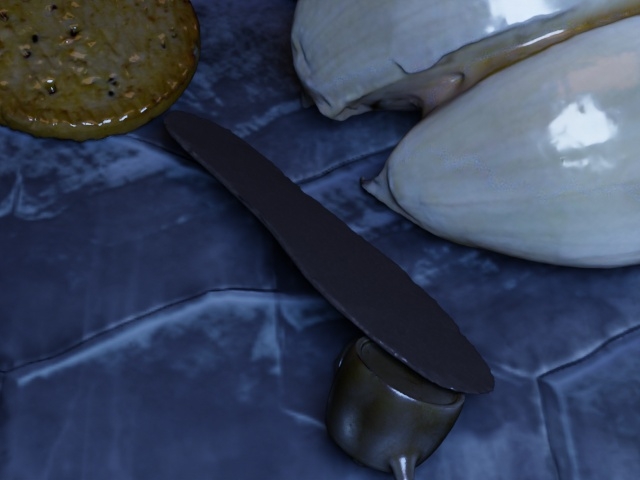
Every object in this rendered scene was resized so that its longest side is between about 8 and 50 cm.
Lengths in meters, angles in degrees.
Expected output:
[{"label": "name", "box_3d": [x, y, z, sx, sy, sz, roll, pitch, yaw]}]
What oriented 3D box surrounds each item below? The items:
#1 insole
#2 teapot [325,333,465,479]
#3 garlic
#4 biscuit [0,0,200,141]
[{"label": "insole", "box_3d": [0.000, 0.000, 0.961, 0.111, 0.007, 0.328, 7, 29, -49]}, {"label": "teapot", "box_3d": [0.035, 0.101, 0.873, 0.076, 0.068, 0.121, 15, 22, -32]}, {"label": "garlic", "box_3d": [0.154, -0.124, 1.029, 0.313, 0.286, 0.249, -6, 3, -21]}, {"label": "biscuit", "box_3d": [-0.182, -0.148, 1.090, 0.187, 0.027, 0.188, 2, 54, -3]}]
